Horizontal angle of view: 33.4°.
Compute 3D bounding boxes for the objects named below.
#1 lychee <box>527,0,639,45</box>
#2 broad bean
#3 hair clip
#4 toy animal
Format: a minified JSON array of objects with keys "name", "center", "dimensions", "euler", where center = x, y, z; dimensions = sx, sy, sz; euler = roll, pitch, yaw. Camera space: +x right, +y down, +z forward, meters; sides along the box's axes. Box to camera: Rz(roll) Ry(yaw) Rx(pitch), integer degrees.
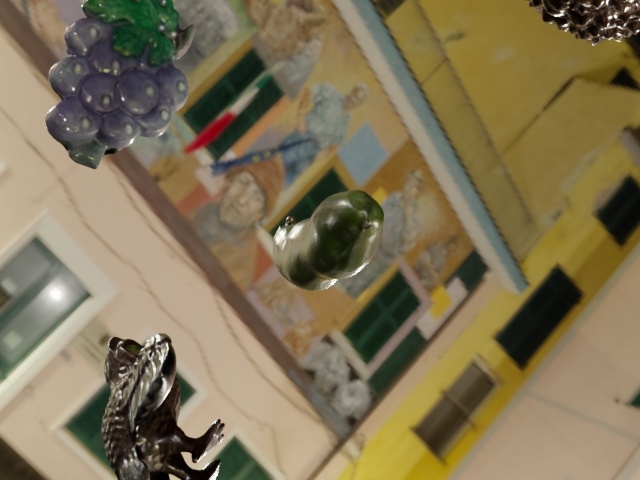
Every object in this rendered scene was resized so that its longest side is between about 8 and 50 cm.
[{"name":"lychee","center":[0.221,-0.276,0.798],"dimensions":[0.236,0.236,0.271],"euler":[36,-26,25]},{"name":"broad bean","center":[-0.001,0.004,0.759],"dimensions":[0.046,0.065,0.254],"euler":[18,-8,-11]},{"name":"hair clip","center":[-0.181,-0.151,0.975],"dimensions":[0.124,0.195,0.052],"euler":[26,-22,-25]},{"name":"toy animal","center":[-0.177,0.170,1.026],"dimensions":[0.179,0.116,0.218],"euler":[41,-37,34]}]
